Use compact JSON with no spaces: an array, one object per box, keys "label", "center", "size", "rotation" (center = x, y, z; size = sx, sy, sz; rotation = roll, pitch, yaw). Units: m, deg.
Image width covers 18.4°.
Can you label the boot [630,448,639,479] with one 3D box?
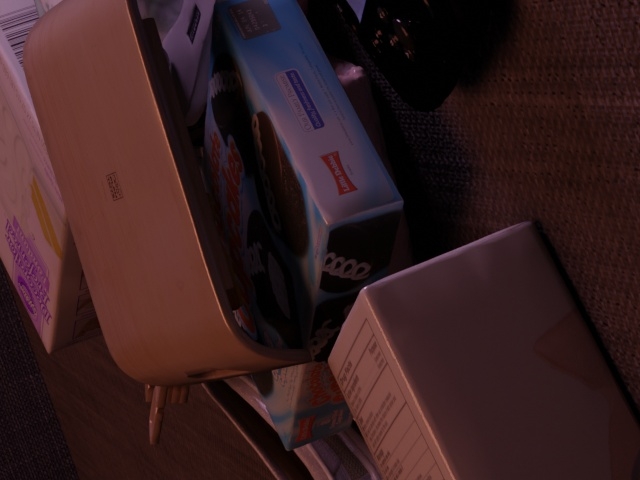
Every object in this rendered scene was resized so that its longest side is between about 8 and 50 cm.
[{"label":"boot","center":[0.204,0.128,0.911],"size":[0.223,0.118,0.338],"rotation":[-134,31,-66]}]

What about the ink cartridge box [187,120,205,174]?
[{"label":"ink cartridge box","center":[-0.131,-0.027,1.841],"size":[0.332,0.065,0.165],"rotation":[10,121,61]}]

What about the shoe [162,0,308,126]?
[{"label":"shoe","center":[-0.061,-0.149,1.425],"size":[0.063,0.081,0.178],"rotation":[65,151,29]}]

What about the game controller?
[{"label":"game controller","center":[-0.009,-0.222,1.169],"size":[0.319,0.067,0.166],"rotation":[57,160,10]}]

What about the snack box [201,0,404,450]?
[{"label":"snack box","center":[-0.024,-0.006,1.387],"size":[0.322,0.060,0.187],"rotation":[100,148,-57]}]

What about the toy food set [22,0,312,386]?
[{"label":"toy food set","center":[-0.102,-0.049,1.371],"size":[0.220,0.092,0.306],"rotation":[-16,92,63]}]

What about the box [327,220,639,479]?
[{"label":"box","center":[0.129,0.163,1.173],"size":[0.311,0.121,0.148],"rotation":[65,164,15]}]

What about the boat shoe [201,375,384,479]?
[{"label":"boat shoe","center":[-0.006,0.205,1.708],"size":[0.118,0.103,0.320],"rotation":[94,152,-56]}]

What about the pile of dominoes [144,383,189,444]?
[{"label":"pile of dominoes","center":[-0.125,0.042,1.729],"size":[0.251,0.040,0.196],"rotation":[105,164,-49]}]

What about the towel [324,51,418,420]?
[{"label":"towel","center":[0.000,0.000,1.526],"size":[0.317,0.053,0.332],"rotation":[34,143,63]}]

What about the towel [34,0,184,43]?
[{"label":"towel","center":[-0.178,-0.286,1.569],"size":[0.374,0.090,0.320],"rotation":[64,155,26]}]

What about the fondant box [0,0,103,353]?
[{"label":"fondant box","center":[-0.249,-0.076,1.820],"size":[0.238,0.096,0.330],"rotation":[60,158,22]}]
